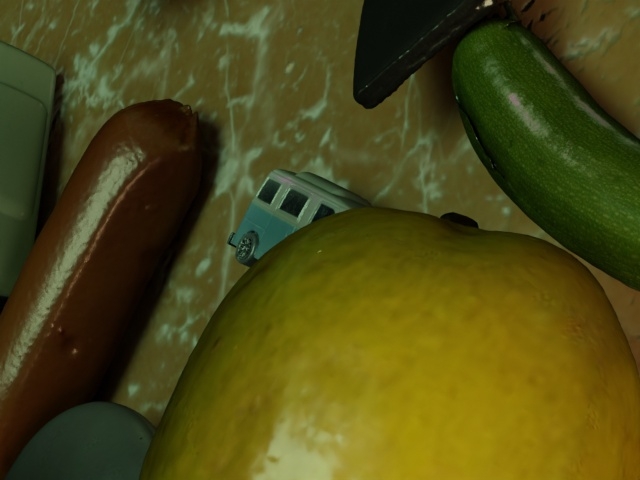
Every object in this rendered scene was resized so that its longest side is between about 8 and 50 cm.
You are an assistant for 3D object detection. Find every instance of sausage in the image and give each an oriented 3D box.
[{"bbox_3d":[-0.193,0.044,1.170,0.097,0.094,0.348,37,104,48],"label":"sausage"}]

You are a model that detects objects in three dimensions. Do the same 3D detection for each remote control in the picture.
[{"bbox_3d":[-0.198,0.268,1.072,0.332,0.103,0.221,-57,41,17],"label":"remote control"}]

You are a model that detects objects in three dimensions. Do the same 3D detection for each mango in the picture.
[{"bbox_3d":[0.007,0.196,0.708,0.301,0.220,0.445,-61,-11,-75],"label":"mango"}]

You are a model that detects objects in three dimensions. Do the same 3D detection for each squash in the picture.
[{"bbox_3d":[0.137,-0.043,0.798,0.318,0.071,0.080,-127,43,-52],"label":"squash"}]

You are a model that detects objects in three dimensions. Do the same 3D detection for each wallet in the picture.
[{"bbox_3d":[0.069,-0.199,0.955,0.124,0.025,0.244,-39,34,38],"label":"wallet"}]

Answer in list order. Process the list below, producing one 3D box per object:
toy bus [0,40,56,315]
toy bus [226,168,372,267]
[{"bbox_3d":[-0.329,-0.047,1.356,0.165,0.133,0.271,-21,57,42],"label":"toy bus"},{"bbox_3d":[0.000,0.000,0.968,0.123,0.060,0.075,29,95,56],"label":"toy bus"}]
